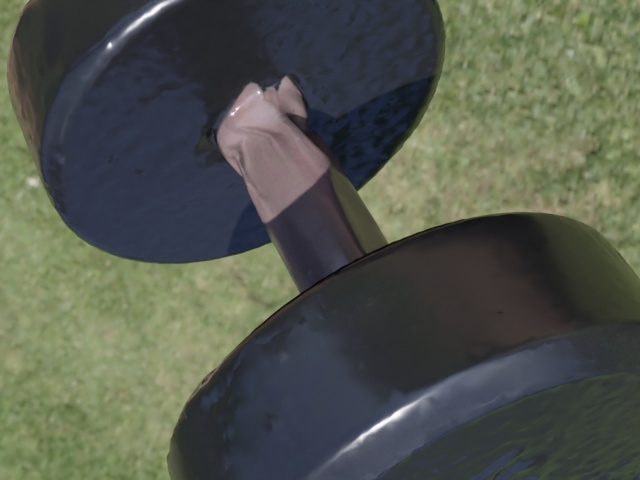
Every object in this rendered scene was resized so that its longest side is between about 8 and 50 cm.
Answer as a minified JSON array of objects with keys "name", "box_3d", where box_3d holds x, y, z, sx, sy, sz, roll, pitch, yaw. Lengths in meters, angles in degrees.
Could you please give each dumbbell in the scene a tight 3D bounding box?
[{"name":"dumbbell","box_3d":[0.000,0.000,0.472,0.152,0.218,0.152,-20,146,-14]}]
